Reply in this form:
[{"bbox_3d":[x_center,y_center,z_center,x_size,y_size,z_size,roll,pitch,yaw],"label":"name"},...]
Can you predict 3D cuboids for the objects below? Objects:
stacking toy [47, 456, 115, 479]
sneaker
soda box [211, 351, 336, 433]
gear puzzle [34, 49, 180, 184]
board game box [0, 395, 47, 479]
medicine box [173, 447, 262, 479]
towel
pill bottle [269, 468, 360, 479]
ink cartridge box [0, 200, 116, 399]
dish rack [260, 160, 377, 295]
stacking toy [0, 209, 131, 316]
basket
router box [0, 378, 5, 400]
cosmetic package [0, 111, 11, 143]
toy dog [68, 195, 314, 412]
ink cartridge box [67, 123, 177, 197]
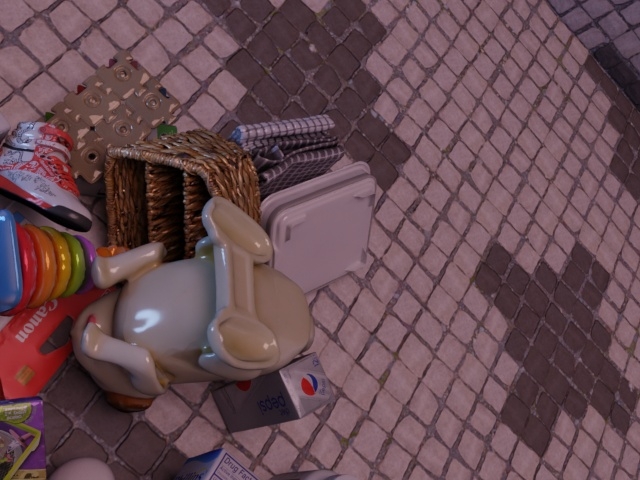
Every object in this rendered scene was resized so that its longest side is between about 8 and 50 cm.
[{"bbox_3d":[-0.471,0.527,1.260,0.350,0.351,0.480,49,34,-11],"label":"stacking toy"},{"bbox_3d":[-0.457,-0.119,1.386,0.145,0.270,0.090,-59,147,-14],"label":"sneaker"},{"bbox_3d":[-0.096,0.293,1.551,0.091,0.286,0.098,-22,87,-36],"label":"soda box"},{"bbox_3d":[-0.430,-0.195,1.533,0.175,0.044,0.339,43,70,0],"label":"gear puzzle"},{"bbox_3d":[-0.550,0.335,1.100,0.347,0.056,0.208,-2,93,-25],"label":"board game box"},{"bbox_3d":[-0.173,0.552,1.386,0.263,0.149,0.289,44,51,-13],"label":"medicine box"},{"bbox_3d":[-0.108,-0.141,1.695,0.235,0.284,0.121,-14,77,-37],"label":"towel"},{"bbox_3d":[-0.011,0.508,1.570,0.131,0.229,0.131,12,67,-31],"label":"pill bottle"},{"bbox_3d":[-0.532,0.108,1.455,0.261,0.066,0.296,42,55,-14],"label":"ink cartridge box"},{"bbox_3d":[0.000,0.000,1.747,0.333,0.285,0.072,-23,44,-37],"label":"dish rack"},{"bbox_3d":[-0.452,0.040,1.418,0.302,0.175,0.165,-2,81,-49],"label":"stacking toy"},{"bbox_3d":[-0.255,-0.032,1.528,0.223,0.213,0.299,-19,129,-38],"label":"basket"},{"bbox_3d":[-0.650,0.260,1.213,0.336,0.082,0.301,-15,82,-6],"label":"router box"},{"bbox_3d":[-0.767,-0.300,1.375,0.230,0.161,0.453,-41,98,-37],"label":"cosmetic package"},{"bbox_3d":[-0.249,0.141,1.431,0.395,0.408,0.284,22,53,-58],"label":"toy dog"},{"bbox_3d":[-0.396,-0.163,1.628,0.209,0.087,0.152,7,70,-32],"label":"ink cartridge box"}]
